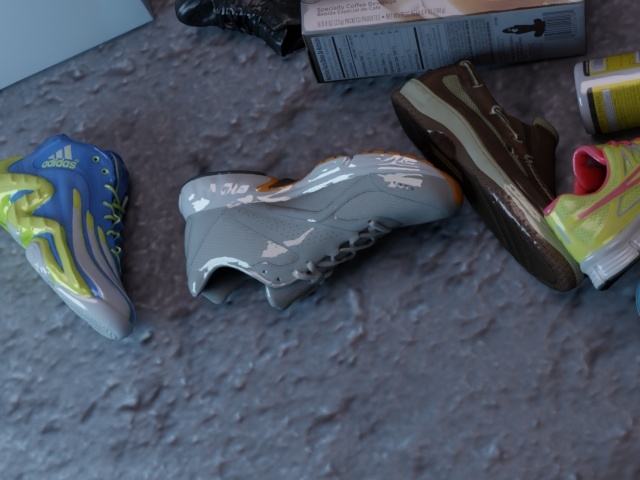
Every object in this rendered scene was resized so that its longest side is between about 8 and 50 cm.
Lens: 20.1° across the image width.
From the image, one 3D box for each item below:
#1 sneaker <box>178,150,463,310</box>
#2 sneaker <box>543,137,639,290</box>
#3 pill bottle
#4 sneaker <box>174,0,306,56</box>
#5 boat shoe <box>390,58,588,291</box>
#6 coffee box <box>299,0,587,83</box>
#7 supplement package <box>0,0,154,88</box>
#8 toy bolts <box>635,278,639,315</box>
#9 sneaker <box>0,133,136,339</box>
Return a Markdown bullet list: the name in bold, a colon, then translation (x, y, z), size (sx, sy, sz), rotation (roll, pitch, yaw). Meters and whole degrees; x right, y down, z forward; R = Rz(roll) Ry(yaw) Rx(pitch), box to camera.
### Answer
- **sneaker**: translation (0.000, 0.000, 1.560), size (0.262, 0.099, 0.121), rotation (-8, 68, 24)
- **sneaker**: translation (0.253, -0.055, 1.456), size (0.094, 0.081, 0.208), rotation (41, 51, 5)
- **pill bottle**: translation (0.279, -0.131, 1.538), size (0.116, 0.065, 0.065), rotation (-10, 61, 15)
- **sneaker**: translation (-0.050, -0.211, 1.702), size (0.170, 0.051, 0.089), rotation (-14, 57, 1)
- **boat shoe**: translation (0.164, -0.069, 1.532), size (0.095, 0.095, 0.257), rotation (-33, 57, -8)
- **coffee box**: translation (0.107, -0.234, 1.608), size (0.246, 0.098, 0.141), rotation (-5, 67, 7)
- **supplement package**: translation (-0.335, -0.287, 1.757), size (0.263, 0.199, 0.198), rotation (-23, 57, 6)
- **toy bolts**: translation (0.344, -0.007, 1.394), size (0.228, 0.158, 0.218), rotation (-24, 58, 6)
- **sneaker**: translation (-0.213, -0.019, 1.637), size (0.126, 0.091, 0.240), rotation (-41, 57, -6)
